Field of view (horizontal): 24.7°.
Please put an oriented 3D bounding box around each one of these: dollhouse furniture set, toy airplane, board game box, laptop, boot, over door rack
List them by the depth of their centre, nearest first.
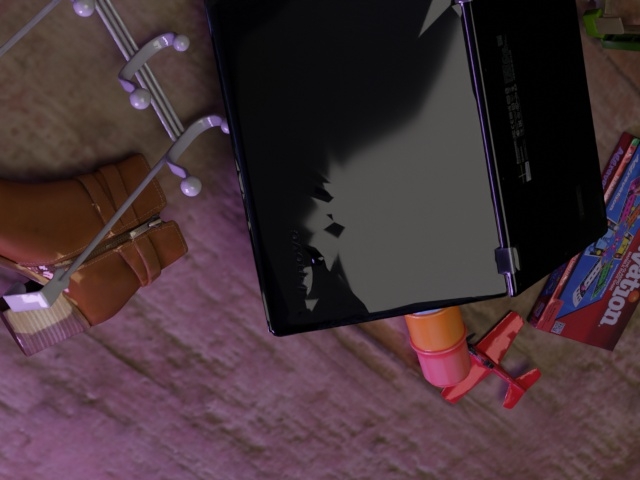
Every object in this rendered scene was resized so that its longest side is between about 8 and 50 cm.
[{"bbox_3d":[-0.234,-0.114,1.455,0.324,0.108,0.239,-47,122,-32],"label":"over door rack"},{"bbox_3d":[-0.277,-0.037,1.554,0.220,0.109,0.283,-33,112,-17],"label":"boot"},{"bbox_3d":[0.117,-0.133,1.654,0.408,0.236,0.381,-26,110,-52],"label":"laptop"},{"bbox_3d":[0.348,-0.292,1.735,0.076,0.059,0.151,-56,137,-33],"label":"dollhouse furniture set"},{"bbox_3d":[0.231,0.172,1.933,0.151,0.028,0.151,-10,118,-19],"label":"toy airplane"},{"bbox_3d":[0.394,0.006,1.933,0.145,0.027,0.281,17,105,-32],"label":"board game box"}]

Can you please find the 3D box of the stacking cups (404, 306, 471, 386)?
[{"bbox_3d":[0.118,0.047,1.788,0.096,0.096,0.316,-23,123,-14],"label":"stacking cups"}]
